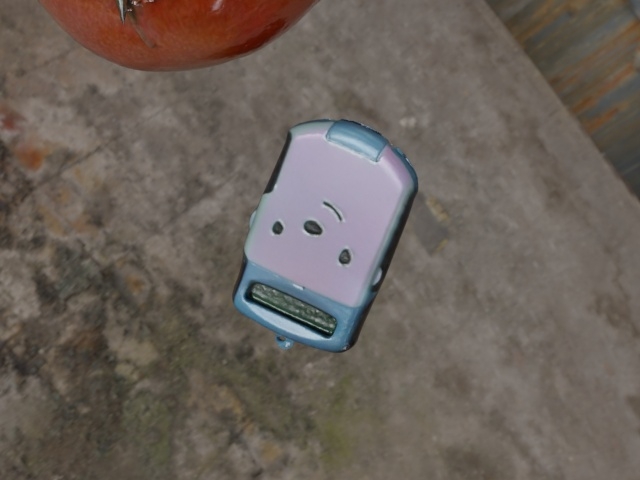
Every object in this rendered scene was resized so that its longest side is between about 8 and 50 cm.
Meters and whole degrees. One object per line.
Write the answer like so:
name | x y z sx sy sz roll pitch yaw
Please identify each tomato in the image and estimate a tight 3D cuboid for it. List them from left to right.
tomato | -0.121 -0.313 1.020 0.341 0.273 0.341 0 84 4

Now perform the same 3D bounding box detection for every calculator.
calculator | 0.000 0.000 1.265 0.173 0.293 0.051 24 20 8
